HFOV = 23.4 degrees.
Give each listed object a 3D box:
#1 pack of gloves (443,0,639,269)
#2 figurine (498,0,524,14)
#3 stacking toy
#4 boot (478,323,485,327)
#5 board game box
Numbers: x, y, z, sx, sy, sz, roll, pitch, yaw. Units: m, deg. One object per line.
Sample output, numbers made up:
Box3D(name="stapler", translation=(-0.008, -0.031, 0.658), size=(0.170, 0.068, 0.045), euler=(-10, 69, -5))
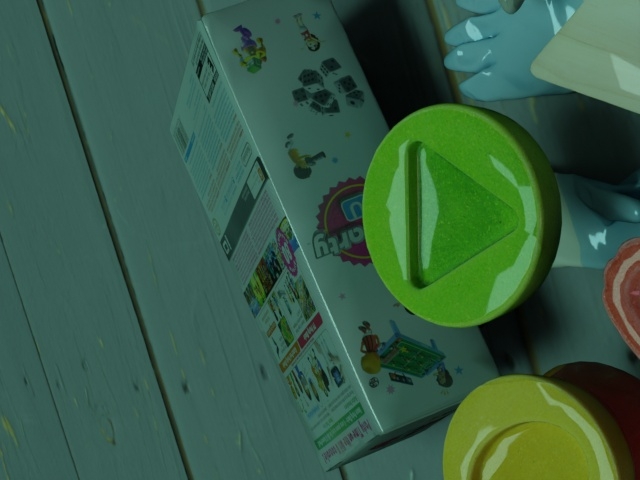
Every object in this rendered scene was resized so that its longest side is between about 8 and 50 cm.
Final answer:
Box3D(name="pack of gloves", translation=(0.151, -0.067, 0.960), size=(0.232, 0.046, 0.195), euler=(0, 108, 55))
Box3D(name="figurine", translation=(0.090, -0.256, 0.878), size=(0.215, 0.092, 0.209), euler=(59, 153, 14))
Box3D(name="stacking toy", translation=(0.183, 0.016, 0.884), size=(0.309, 0.130, 0.279), euler=(-38, 70, 38))
Box3D(name="boot", translation=(0.093, 0.015, 1.068), size=(0.121, 0.045, 0.099), euler=(169, 83, -75))
Box3D(name="board game box", translation=(0.000, 0.000, 1.108), size=(0.224, 0.098, 0.303), euler=(124, 124, -72))
